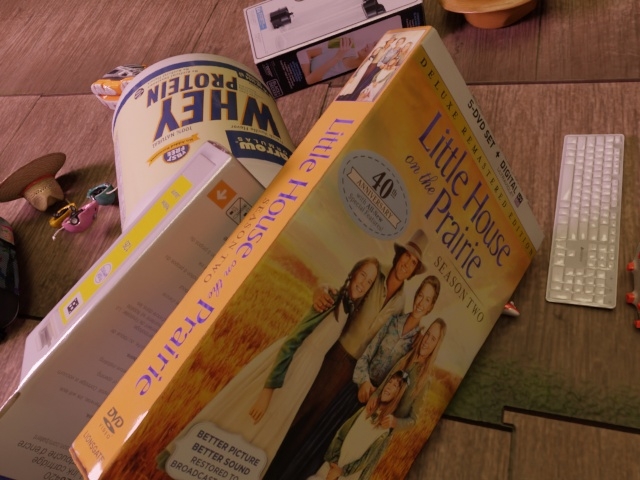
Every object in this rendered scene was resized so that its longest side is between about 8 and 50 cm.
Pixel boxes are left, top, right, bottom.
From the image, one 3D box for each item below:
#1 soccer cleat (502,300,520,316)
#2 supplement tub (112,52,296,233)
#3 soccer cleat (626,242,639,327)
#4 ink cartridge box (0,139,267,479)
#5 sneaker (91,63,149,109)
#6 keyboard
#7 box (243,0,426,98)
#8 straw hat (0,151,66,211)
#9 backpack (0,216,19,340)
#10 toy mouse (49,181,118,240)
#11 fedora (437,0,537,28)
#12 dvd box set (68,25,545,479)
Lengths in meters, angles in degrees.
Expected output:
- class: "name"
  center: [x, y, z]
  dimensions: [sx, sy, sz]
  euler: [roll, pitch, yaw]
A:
- class: "soccer cleat"
  center: [0.191, 0.077, 0.625]
  dimensions: [0.083, 0.029, 0.035]
  euler: [23, 76, 32]
- class: "supplement tub"
  center: [-0.133, -0.058, 0.679]
  dimensions: [0.236, 0.235, 0.324]
  euler: [-24, 52, 2]
- class: "soccer cleat"
  center: [0.370, 0.088, 0.541]
  dimensions: [0.076, 0.068, 0.196]
  euler: [-4, 64, 9]
- class: "ink cartridge box"
  center: [-0.098, 0.120, 0.508]
  dimensions: [0.307, 0.303, 0.072]
  euler: [-47, 39, -2]
- class: "sneaker"
  center: [-0.333, -0.292, 0.993]
  dimensions: [0.215, 0.084, 0.083]
  euler: [14, 59, 26]
- class: "keyboard"
  center: [0.331, -0.034, 0.659]
  dimensions: [0.072, 0.014, 0.255]
  euler: [8, 61, 22]
- class: "box"
  center: [0.022, -0.376, 0.931]
  dimensions: [0.290, 0.087, 0.169]
  euler: [-17, 55, 6]
- class: "straw hat"
  center: [-0.475, -0.084, 0.907]
  dimensions: [0.144, 0.144, 0.061]
  euler: [-38, 95, -9]
- class: "backpack"
  center: [-0.595, 0.039, 0.807]
  dimensions: [0.225, 0.191, 0.253]
  euler: [-28, 49, 0]
- class: "toy mouse"
  center: [-0.373, -0.052, 0.861]
  dimensions: [0.143, 0.031, 0.161]
  euler: [-25, 29, 10]
- class: "fedora"
  center: [0.291, -0.407, 0.871]
  dimensions: [0.195, 0.079, 0.194]
  euler: [-12, 54, 17]
- class: "dvd box set"
  center: [0.042, 0.071, 0.487]
  dimensions: [0.062, 0.307, 0.420]
  euler: [19, 68, 50]
